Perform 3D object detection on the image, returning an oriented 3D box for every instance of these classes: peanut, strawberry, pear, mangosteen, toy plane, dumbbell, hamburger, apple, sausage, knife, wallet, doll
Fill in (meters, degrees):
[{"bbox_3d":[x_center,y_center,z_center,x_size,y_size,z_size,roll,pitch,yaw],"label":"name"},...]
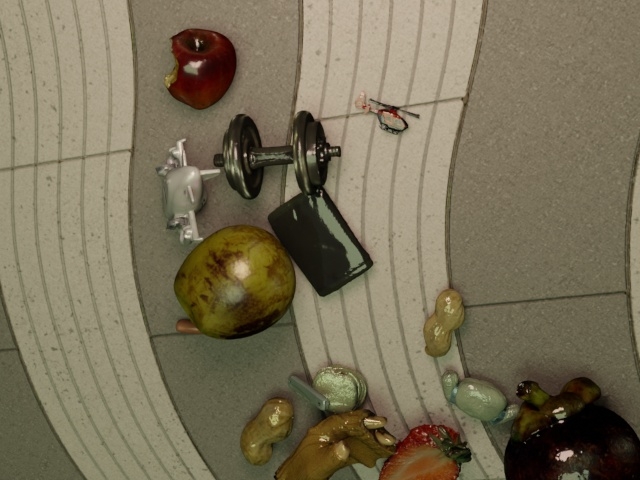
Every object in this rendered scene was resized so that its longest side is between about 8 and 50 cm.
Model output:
[{"bbox_3d":[-0.143,0.503,2.009,0.103,0.098,0.229,49,119,26],"label":"peanut"},{"bbox_3d":[0.261,0.541,1.934,0.188,0.106,0.286,41,125,-21],"label":"strawberry"},{"bbox_3d":[-0.195,0.102,1.768,0.284,0.283,0.283,4,111,10],"label":"pear"},{"bbox_3d":[0.579,0.499,1.769,0.330,0.330,0.330,4,111,10],"label":"mangosteen"},{"bbox_3d":[0.143,-0.278,1.691,0.145,0.037,0.060,24,109,0],"label":"toy plane"},{"bbox_3d":[-0.098,-0.189,1.688,0.290,0.192,0.192,-3,110,12],"label":"dumbbell"},{"bbox_3d":[0.046,0.383,1.945,0.140,0.062,0.133,25,112,3],"label":"hamburger"},{"bbox_3d":[-0.260,-0.371,1.676,0.147,0.156,0.158,16,141,4],"label":"apple"},{"bbox_3d":[-0.333,0.224,1.973,0.083,0.034,0.034,5,111,10],"label":"sausage"},{"bbox_3d":[-0.032,0.386,1.926,0.162,0.023,0.044,24,116,50],"label":"knife"},{"bbox_3d":[0.000,0.000,1.819,0.169,0.052,0.245,-32,97,20],"label":"wallet"},{"bbox_3d":[-0.309,-0.113,1.756,0.118,0.252,0.252,-7,112,-21],"label":"toy plane"},{"bbox_3d":[0.293,0.201,1.821,0.082,0.082,0.187,21,113,3],"label":"peanut"},{"bbox_3d":[0.389,0.391,1.875,0.214,0.071,0.103,25,112,1],"label":"doll"}]

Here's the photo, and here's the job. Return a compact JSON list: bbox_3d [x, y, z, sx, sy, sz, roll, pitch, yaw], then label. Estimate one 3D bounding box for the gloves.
[{"bbox_3d":[0.031,0.527,1.923,0.356,0.203,0.155,-33,69,27],"label":"gloves"}]
